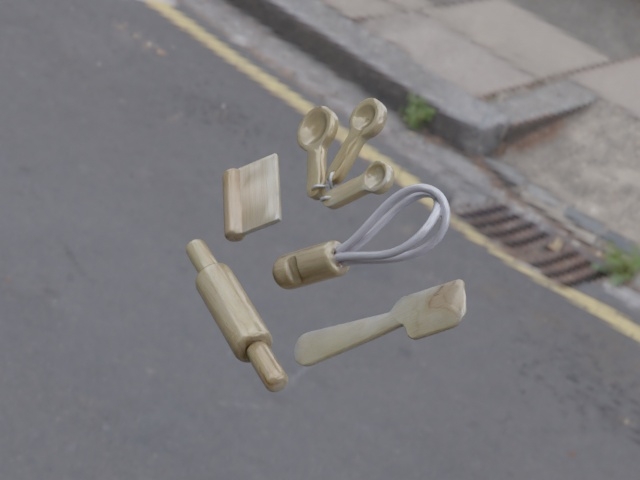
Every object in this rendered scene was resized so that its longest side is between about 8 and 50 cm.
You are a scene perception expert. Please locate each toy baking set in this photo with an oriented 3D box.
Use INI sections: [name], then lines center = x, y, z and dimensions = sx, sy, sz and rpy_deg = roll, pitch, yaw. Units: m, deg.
[toy baking set]
center = -0.005, 0.004, 0.922
dimensions = 0.030, 0.197, 0.256
rpy_deg = 27, 24, -42
